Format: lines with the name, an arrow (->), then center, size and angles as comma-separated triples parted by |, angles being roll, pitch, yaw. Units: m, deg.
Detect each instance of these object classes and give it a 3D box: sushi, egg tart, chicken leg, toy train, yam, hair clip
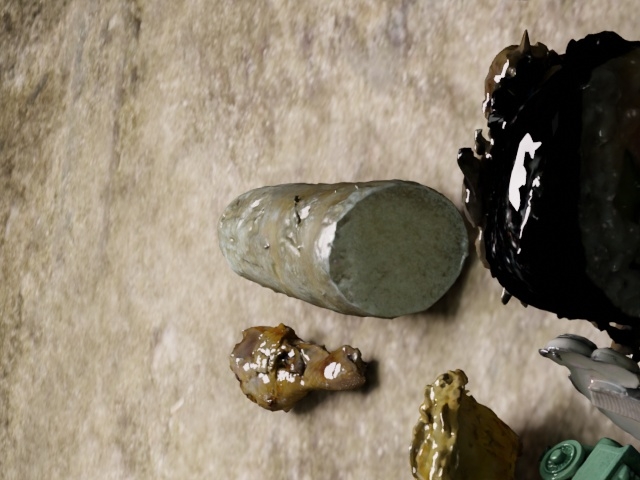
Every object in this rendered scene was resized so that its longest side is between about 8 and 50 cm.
sushi -> 0.197, -0.043, 1.270 | 0.219, 0.225, 0.238 | 26, 98, 61
egg tart -> 0.112, 0.206, 1.395 | 0.212, 0.090, 0.212 | 6, -90, -87
chicken leg -> -0.019, 0.129, 1.713 | 0.198, 0.069, 0.085 | -1, 53, 51
toy train -> 0.183, 0.221, 1.291 | 0.172, 0.070, 0.099 | -51, 23, -15
yam -> 0.000, 0.000, 1.662 | 0.330, 0.133, 0.133 | 8, 85, 59
hair clip -> 0.241, 0.127, 1.247 | 0.172, 0.116, 0.049 | 27, 65, 34
